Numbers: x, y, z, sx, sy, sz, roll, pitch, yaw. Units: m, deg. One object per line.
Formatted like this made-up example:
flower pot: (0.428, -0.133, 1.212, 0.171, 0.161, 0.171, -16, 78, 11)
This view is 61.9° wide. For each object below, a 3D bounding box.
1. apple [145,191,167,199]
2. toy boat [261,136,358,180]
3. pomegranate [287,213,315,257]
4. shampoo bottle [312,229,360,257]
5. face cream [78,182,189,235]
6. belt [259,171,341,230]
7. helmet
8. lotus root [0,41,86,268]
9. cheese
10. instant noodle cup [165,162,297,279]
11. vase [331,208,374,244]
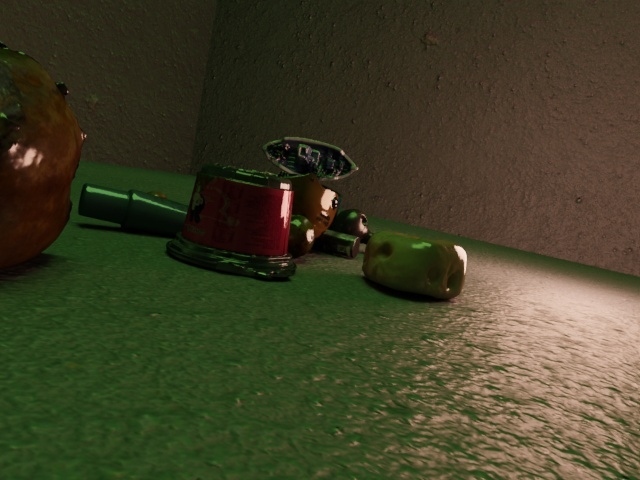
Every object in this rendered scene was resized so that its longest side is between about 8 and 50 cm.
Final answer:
apple: (-0.415, -0.081, 1.315, 0.071, 0.084, 0.084, 5, 5, 18)
toy boat: (-0.033, -0.256, 1.683, 0.309, 0.129, 0.142, 12, -4, -4)
pomegranate: (-0.071, -0.028, 1.190, 0.114, 0.142, 0.114, -13, 11, 3)
shampoo bottle: (0.000, -0.001, 1.420, 0.207, 0.057, 0.063, 12, 14, 25)
face cream: (-0.333, -0.049, 1.198, 0.385, 0.086, 0.135, 13, 8, -30)
belt: (-0.095, -0.114, 1.682, 0.300, 0.173, 0.436, 11, 8, -10)
helmet: (-0.061, -0.067, 1.314, 0.198, 0.130, 0.224, 2, -28, 26)
lotus root: (-0.467, -0.105, 0.648, 0.316, 0.316, 0.250, 9, 15, -15)
cheese: (0.190, 0.046, 1.108, 0.217, 0.117, 0.235, 13, 4, 26)
instant noodle cup: (-0.155, -0.049, 1.041, 0.302, 0.182, 0.258, 16, 8, 34)
vase: (0.124, -0.014, 1.549, 0.182, 0.120, 0.120, 30, 11, 12)
